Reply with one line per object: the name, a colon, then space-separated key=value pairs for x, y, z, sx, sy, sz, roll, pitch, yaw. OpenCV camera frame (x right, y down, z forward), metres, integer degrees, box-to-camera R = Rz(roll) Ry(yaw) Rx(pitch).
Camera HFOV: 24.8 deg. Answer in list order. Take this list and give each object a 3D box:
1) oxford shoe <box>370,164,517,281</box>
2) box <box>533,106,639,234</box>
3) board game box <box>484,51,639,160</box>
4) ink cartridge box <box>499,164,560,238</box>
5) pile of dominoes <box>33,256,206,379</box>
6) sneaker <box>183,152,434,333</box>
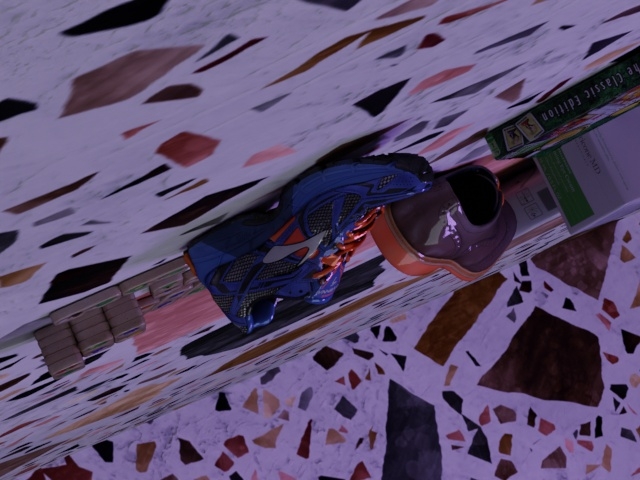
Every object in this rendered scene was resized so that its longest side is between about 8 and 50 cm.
oxford shoe: x=0.149 y=-0.021 z=1.419 sx=0.098 sy=0.097 sz=0.271 roll=-35 pitch=169 yaw=25
box: x=0.282 y=-0.075 z=1.429 sx=0.102 sy=0.101 sz=0.087 roll=-19 pitch=171 yaw=-37
board game box: x=0.276 y=-0.139 z=1.246 sx=0.260 sy=0.030 sz=0.136 roll=-28 pitch=174 yaw=26
ink cartridge box: x=0.253 y=-0.073 z=1.647 sx=0.189 sy=0.066 sz=0.232 roll=-29 pitch=-167 yaw=27
pile of dominoes: x=-0.118 y=0.050 z=1.243 sx=0.251 sy=0.040 sz=0.196 roll=-23 pitch=173 yaw=-10
sneaker: x=0.000 y=0.000 z=1.081 sx=0.221 sy=0.087 sz=0.083 roll=-30 pitch=172 yaw=36
